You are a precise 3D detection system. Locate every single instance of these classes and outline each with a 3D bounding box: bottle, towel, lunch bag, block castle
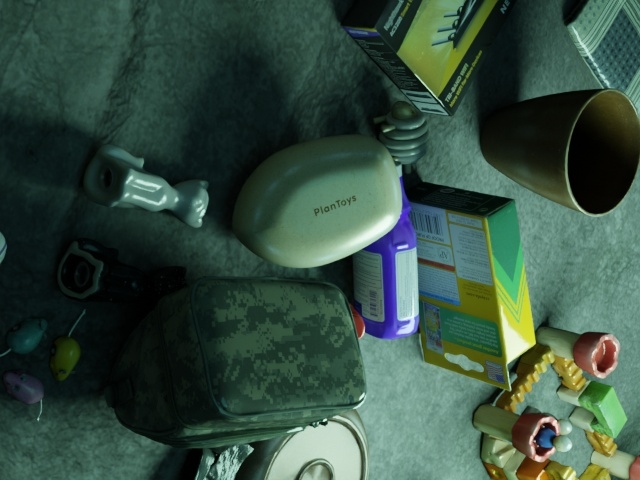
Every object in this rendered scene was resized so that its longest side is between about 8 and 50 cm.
[{"bbox_3d":[0.103,0.013,2.057,0.092,0.118,0.282,-10,107,-25],"label":"bottle"},{"bbox_3d":[0.613,-0.434,2.477,0.312,0.056,0.324,46,71,-36],"label":"towel"},{"bbox_3d":[-0.120,0.183,1.810,0.305,0.256,0.212,1,71,-42],"label":"lunch bag"},{"bbox_3d":[0.509,0.412,2.462,0.303,0.213,0.453,-47,128,-24],"label":"block castle"}]

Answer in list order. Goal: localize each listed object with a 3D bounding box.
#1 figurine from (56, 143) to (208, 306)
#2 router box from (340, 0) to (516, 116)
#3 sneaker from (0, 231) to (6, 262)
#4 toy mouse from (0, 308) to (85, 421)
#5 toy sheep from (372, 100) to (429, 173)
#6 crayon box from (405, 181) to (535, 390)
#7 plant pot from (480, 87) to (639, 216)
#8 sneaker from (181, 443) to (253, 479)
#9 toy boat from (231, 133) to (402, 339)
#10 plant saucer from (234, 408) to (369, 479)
[{"bbox_3d":[-0.242,-0.007,1.768,0.209,0.092,0.214,17,88,-51],"label":"figurine"},{"bbox_3d":[0.196,-0.396,2.070,0.243,0.081,0.308,40,73,-40],"label":"router box"},{"bbox_3d":[-0.471,0.116,1.576,0.282,0.102,0.161,-46,131,-12],"label":"sneaker"},{"bbox_3d":[-0.385,0.163,1.703,0.143,0.031,0.161,13,91,-44],"label":"toy mouse"},{"bbox_3d":[0.135,-0.167,2.070,0.091,0.091,0.132,-33,134,-33],"label":"toy sheep"},{"bbox_3d":[0.247,0.074,2.146,0.083,0.203,0.323,-29,119,-35],"label":"crayon box"},{"bbox_3d":[0.398,-0.167,2.208,0.215,0.230,0.215,-13,109,-41],"label":"plant pot"},{"bbox_3d":[-0.172,0.376,1.936,0.089,0.051,0.170,31,75,-38],"label":"sneaker"},{"bbox_3d":[0.000,0.000,1.947,0.268,0.148,0.318,-15,107,-15],"label":"toy boat"},{"bbox_3d":[-0.023,0.392,2.082,0.311,0.050,0.310,-13,110,-40],"label":"plant saucer"}]
